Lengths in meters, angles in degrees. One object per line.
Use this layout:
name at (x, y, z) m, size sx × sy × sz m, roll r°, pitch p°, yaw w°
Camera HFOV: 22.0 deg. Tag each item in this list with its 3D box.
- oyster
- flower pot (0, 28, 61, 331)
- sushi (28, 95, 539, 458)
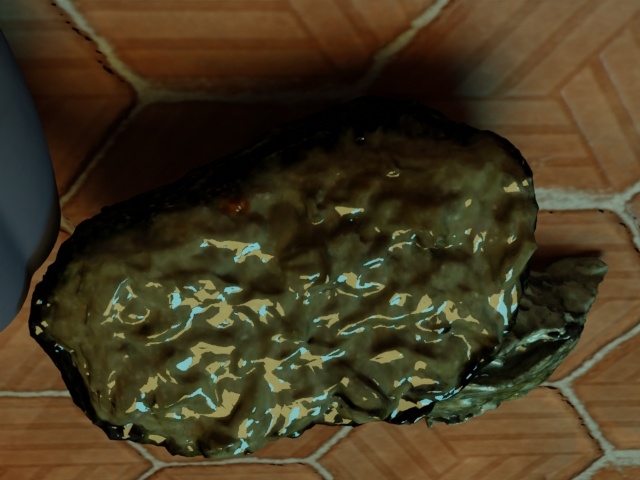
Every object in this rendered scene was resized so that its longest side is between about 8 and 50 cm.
oyster at (0.064, 0.078, 1.309) m, size 0.350 × 0.162 × 0.158 m, roll -12°, pitch 99°, yaw -2°
flower pot at (-0.284, -0.045, 1.032) m, size 0.265 × 0.265 × 0.243 m, roll -12°, pitch 153°, yaw 10°
sushi at (-0.022, 0.031, 1.128) m, size 0.350 × 0.171 × 0.211 m, roll -14°, pitch 105°, yaw 0°
